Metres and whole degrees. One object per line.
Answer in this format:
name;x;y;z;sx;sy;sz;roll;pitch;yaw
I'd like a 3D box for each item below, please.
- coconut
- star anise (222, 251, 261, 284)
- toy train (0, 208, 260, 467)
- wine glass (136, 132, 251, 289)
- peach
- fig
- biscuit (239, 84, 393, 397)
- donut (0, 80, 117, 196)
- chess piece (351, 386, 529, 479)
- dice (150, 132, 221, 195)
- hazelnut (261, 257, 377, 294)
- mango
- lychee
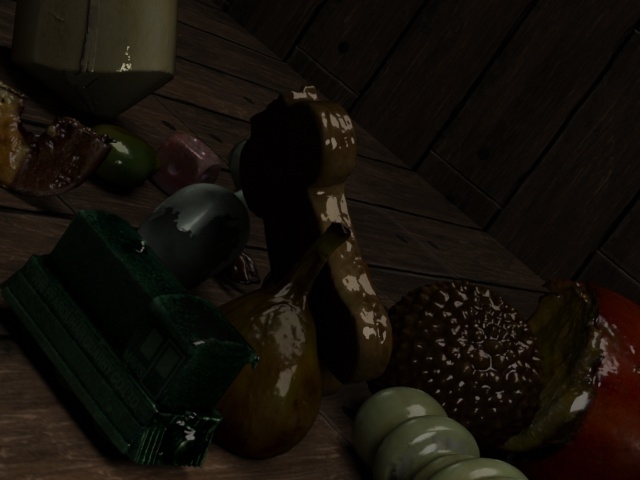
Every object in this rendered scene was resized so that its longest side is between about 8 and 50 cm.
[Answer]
coconut;-0.394;-0.364;2.445;0.323;0.323;0.323;33;14;-9
star anise;-0.161;0.020;2.157;0.168;0.057;0.168;31;16;-10
toy train;-0.211;0.100;1.539;0.330;0.178;0.138;46;18;32
wine glass;-0.149;-0.040;2.057;0.143;0.143;0.321;37;38;5
peach;0.404;0.243;2.168;0.353;0.339;0.416;41;20;23
fig;-0.042;0.123;1.682;0.191;0.290;0.190;42;-8;7
biscuit;0.000;0.000;1.825;0.076;0.394;0.368;-10;-9;-21
donut;-0.417;-0.145;1.955;0.217;0.141;0.085;32;4;-15
chess piece;0.148;0.299;1.767;0.182;0.182;0.330;27;11;-31
dice;-0.233;-0.125;2.390;0.094;0.093;0.091;40;15;11
hazelnut;-0.001;0.087;2.124;0.182;0.182;0.182;33;14;-9
mango;-0.327;-0.137;2.249;0.122;0.085;0.191;25;5;0
lychee;0.202;0.191;1.999;0.267;0.267;0.267;33;14;-9
